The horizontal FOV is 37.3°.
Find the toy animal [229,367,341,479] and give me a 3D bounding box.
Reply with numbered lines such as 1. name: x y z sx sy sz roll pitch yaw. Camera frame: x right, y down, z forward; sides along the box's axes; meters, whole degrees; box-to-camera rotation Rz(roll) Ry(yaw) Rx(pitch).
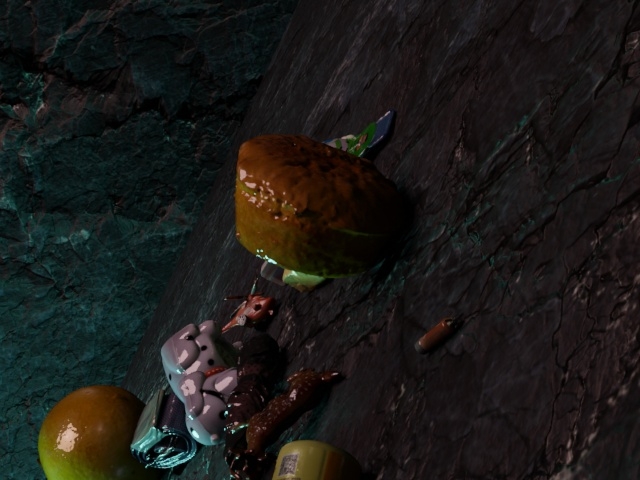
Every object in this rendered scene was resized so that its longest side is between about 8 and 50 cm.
1. toy animal: -0.073 0.288 1.490 0.243 0.087 0.260 -54 6 -14

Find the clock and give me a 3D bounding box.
1. clock: -0.218 0.305 1.911 0.189 0.189 0.254 -58 29 19

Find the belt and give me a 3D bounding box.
1. belt: -0.342 0.434 2.122 0.230 0.139 0.126 -44 24 47

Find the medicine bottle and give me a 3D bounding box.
1. medicine bottle: -0.022 0.379 1.189 0.124 0.124 0.239 -46 24 49

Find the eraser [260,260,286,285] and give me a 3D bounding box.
1. eraser: -0.079 0.044 2.034 0.105 0.065 0.026 -57 14 27

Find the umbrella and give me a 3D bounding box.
1. umbrella: -0.124 0.285 1.725 0.094 0.090 0.326 -56 13 29

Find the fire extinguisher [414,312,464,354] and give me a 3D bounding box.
1. fire extinguisher: 0.153 0.118 1.217 0.028 0.022 0.083 -35 -9 -45

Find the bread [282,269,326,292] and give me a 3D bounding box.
1. bread: 0.000 -0.001 1.837 0.125 0.068 0.188 -30 36 65

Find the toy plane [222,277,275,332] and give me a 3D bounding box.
1. toy plane: -0.179 0.169 2.056 0.194 0.126 0.077 -24 59 8

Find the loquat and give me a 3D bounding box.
1. loquat: -0.508 0.503 2.299 0.359 0.328 0.328 -20 17 -3

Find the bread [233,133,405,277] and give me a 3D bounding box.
1. bread: -0.009 -0.061 1.570 0.312 0.312 0.172 -96 24 -63

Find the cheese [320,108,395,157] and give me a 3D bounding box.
1. cheese: 0.035 -0.163 1.955 0.320 0.083 0.204 -37 23 38

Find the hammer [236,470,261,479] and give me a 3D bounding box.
1. hammer: -0.096 0.408 1.546 0.111 0.033 0.288 -67 15 -11
